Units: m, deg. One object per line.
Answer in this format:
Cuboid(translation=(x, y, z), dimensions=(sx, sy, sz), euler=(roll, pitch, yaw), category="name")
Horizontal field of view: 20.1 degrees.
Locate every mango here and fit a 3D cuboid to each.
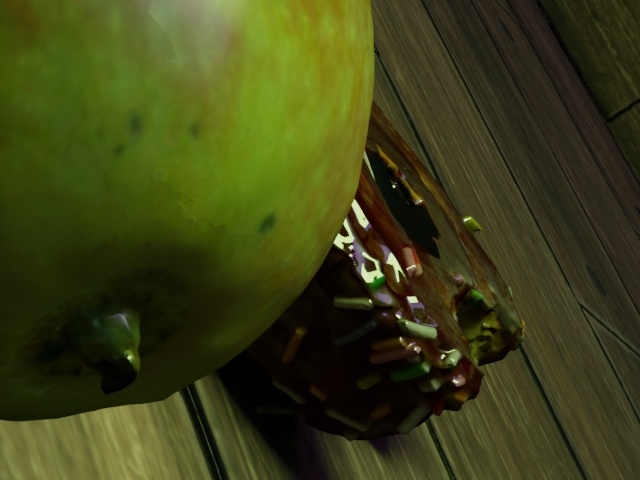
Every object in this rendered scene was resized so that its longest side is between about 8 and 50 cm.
Cuboid(translation=(-0.131, -0.117, 0.485), dimensions=(0.225, 0.201, 0.382), euler=(-15, 60, -51), category="mango")

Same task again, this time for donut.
Cuboid(translation=(0.001, -0.001, 0.838), dimensions=(0.216, 0.096, 0.230), euler=(53, 16, -7), category="donut")
